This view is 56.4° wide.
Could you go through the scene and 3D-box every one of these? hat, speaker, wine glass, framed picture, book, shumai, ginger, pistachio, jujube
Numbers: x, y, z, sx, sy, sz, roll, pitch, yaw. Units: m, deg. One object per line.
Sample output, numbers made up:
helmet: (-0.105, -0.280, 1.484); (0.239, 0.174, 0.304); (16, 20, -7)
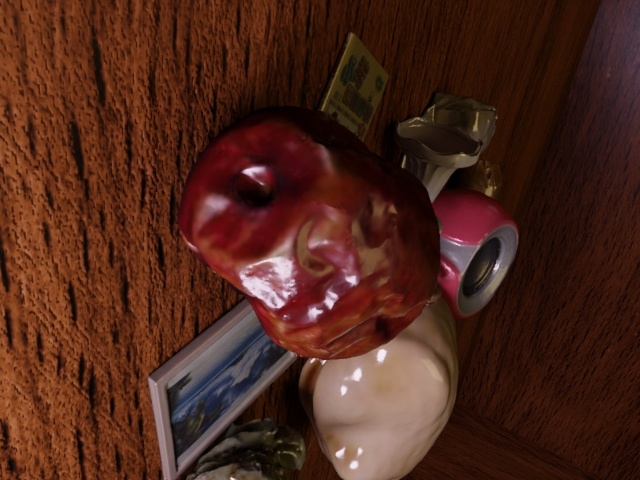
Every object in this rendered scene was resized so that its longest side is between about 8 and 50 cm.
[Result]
hat: (0.273, -0.180, 1.262); (0.214, 0.149, 0.244); (48, 58, -64)
speaker: (0.306, 0.036, 1.354); (0.294, 0.294, 0.294); (-46, 150, -37)
wine glass: (0.194, -0.117, 1.122); (0.165, 0.165, 0.196); (-32, 145, -51)
framed picture: (-0.127, 0.188, 0.899); (0.315, 0.024, 0.231); (-41, 147, -43)
book: (0.038, -0.190, 0.900); (0.168, 0.013, 0.192); (16, 97, -66)
shumai: (-0.132, 0.383, 0.939); (0.218, 0.189, 0.255); (-71, 168, -51)
ginger: (0.420, -0.109, 1.633); (0.275, 0.130, 0.221); (95, 21, -48)
pistachio: (0.127, 0.284, 1.206); (0.366, 0.281, 0.445); (-2, 105, -30)
jujube: (0.001, 0.001, 0.707); (0.276, 0.277, 0.377); (-65, 155, -1)

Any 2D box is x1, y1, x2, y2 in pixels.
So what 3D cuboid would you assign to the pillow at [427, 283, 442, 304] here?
pillow: (0.154, 0.034, 1.134); (0.034, 0.211, 0.135); (-42, 164, 19)
